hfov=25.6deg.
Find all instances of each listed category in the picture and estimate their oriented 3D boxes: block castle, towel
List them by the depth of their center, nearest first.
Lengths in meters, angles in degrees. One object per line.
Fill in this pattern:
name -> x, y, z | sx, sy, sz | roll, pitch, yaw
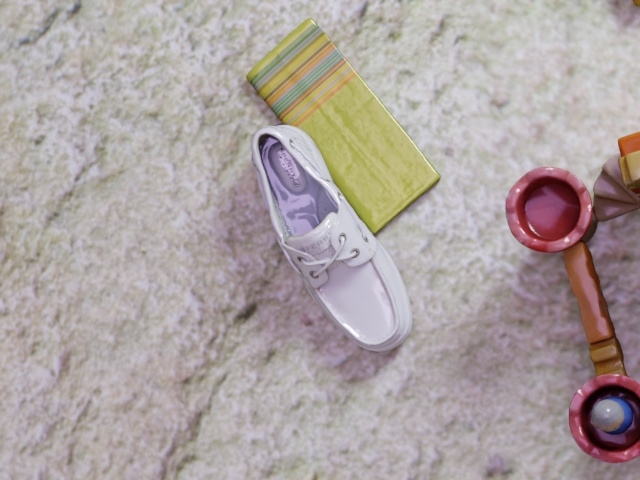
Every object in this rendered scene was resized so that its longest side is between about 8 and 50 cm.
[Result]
block castle -> 0.429, 0.011, 1.340 | 0.453, 0.213, 0.303 | -19, 79, 17
towel -> 0.024, -0.128, 1.566 | 0.102, 0.021, 0.237 | -40, 79, 11

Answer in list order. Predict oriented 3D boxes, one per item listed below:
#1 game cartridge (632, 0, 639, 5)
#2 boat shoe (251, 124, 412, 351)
game cartridge -> 0.412, -0.449, 1.504 | 0.323, 0.052, 0.285 | -29, 79, 6
boat shoe -> 0.000, 0.000, 1.511 | 0.098, 0.096, 0.277 | -34, 83, 11
